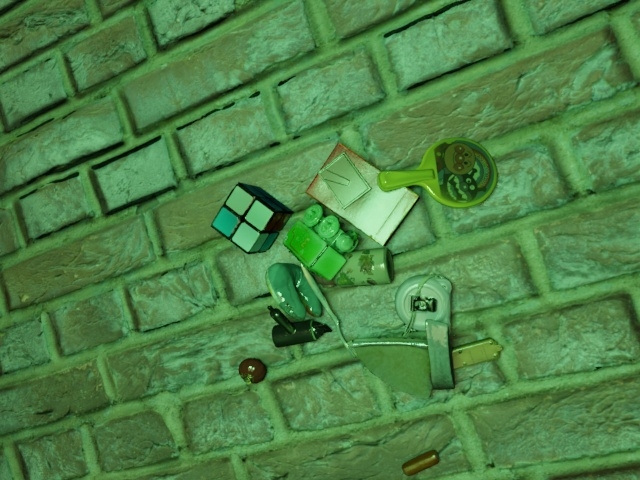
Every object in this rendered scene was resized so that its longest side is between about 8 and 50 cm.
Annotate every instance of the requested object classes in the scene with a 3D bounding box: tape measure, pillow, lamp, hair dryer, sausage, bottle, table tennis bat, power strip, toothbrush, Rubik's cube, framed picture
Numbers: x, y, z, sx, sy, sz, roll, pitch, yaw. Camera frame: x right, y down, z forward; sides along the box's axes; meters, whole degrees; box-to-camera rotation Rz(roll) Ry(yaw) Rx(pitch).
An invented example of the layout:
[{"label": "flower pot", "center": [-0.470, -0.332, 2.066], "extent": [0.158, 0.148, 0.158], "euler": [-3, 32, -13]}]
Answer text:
[{"label": "tape measure", "center": [0.322, 0.203, 1.294], "extent": [0.179, 0.105, 0.196], "euler": [-5, 92, 16]}, {"label": "pillow", "center": [-0.083, 0.162, 1.335], "extent": [0.086, 0.233, 0.214], "euler": [-38, 73, 16]}, {"label": "lamp", "center": [-0.241, 0.459, 1.462], "extent": [0.101, 0.090, 0.101], "euler": [10, 128, 13]}, {"label": "hair dryer", "center": [-0.092, 0.267, 1.349], "extent": [0.196, 0.248, 0.077], "euler": [-14, 53, 15]}, {"label": "sausage", "center": [0.322, 0.722, 1.342], "extent": [0.131, 0.041, 0.039], "euler": [-34, 105, 14]}, {"label": "bottle", "center": [0.102, 0.093, 1.341], "extent": [0.253, 0.120, 0.120], "euler": [-9, 89, 22]}, {"label": "table tennis bat", "center": [0.354, -0.201, 1.250], "extent": [0.369, 0.054, 0.224], "euler": [-6, 81, -4]}, {"label": "power strip", "center": [0.416, 0.373, 1.306], "extent": [0.306, 0.044, 0.064], "euler": [-20, 87, 13]}, {"label": "toothbrush", "center": [0.028, 0.232, 1.375], "extent": [0.037, 0.028, 0.375], "euler": [-30, 98, 10]}, {"label": "Rubik's cube", "center": [-0.226, -0.073, 1.393], "extent": [0.167, 0.183, 0.180], "euler": [37, 103, 13]}, {"label": "framed picture", "center": [0.074, -0.189, 1.305], "extent": [0.109, 0.011, 0.149], "euler": [-36, 82, 11]}]

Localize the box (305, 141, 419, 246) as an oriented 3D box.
[{"label": "box", "center": [0.134, -0.147, 1.341], "extent": [0.313, 0.089, 0.197], "euler": [36, 97, 12]}]

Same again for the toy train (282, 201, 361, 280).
[{"label": "toy train", "center": [0.000, 0.000, 1.314], "extent": [0.188, 0.132, 0.243], "euler": [-50, 38, 2]}]

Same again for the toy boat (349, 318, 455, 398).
[{"label": "toy boat", "center": [0.281, 0.366, 1.257], "extent": [0.294, 0.111, 0.276], "euler": [-20, 110, 26]}]
